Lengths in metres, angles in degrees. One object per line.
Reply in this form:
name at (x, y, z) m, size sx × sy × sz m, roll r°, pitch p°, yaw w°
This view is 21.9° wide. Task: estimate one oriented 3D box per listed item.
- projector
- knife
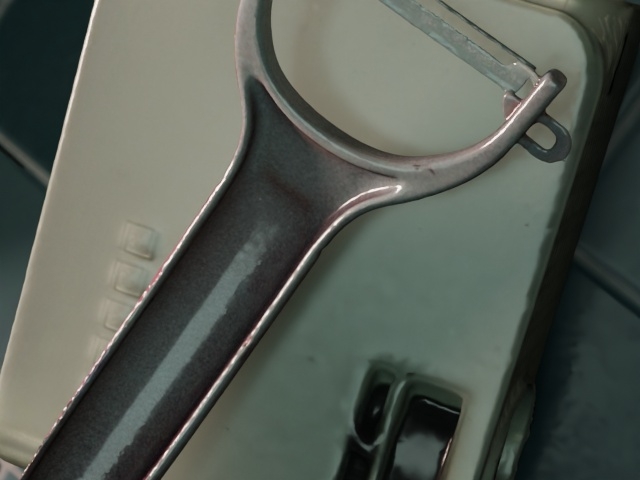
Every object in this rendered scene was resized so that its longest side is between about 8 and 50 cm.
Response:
projector at (0.000, 0.000, 0.663) m, size 0.198 × 0.108 × 0.250 m, roll 18°, pitch 99°, yaw 15°
knife at (-0.031, 0.027, 0.590) m, size 0.123 × 0.053 × 0.278 m, roll 37°, pitch 104°, yaw 5°
